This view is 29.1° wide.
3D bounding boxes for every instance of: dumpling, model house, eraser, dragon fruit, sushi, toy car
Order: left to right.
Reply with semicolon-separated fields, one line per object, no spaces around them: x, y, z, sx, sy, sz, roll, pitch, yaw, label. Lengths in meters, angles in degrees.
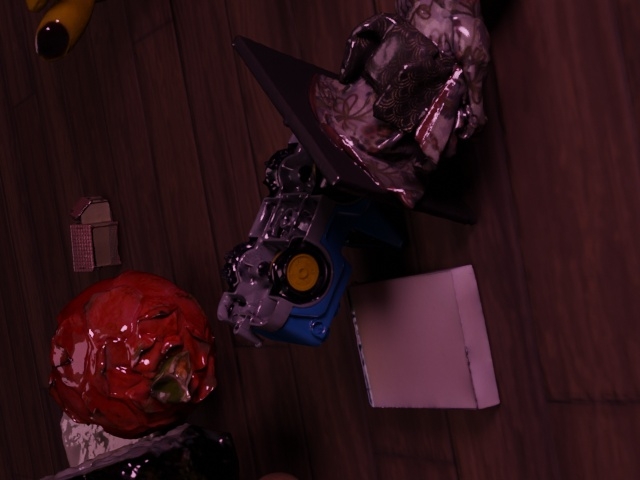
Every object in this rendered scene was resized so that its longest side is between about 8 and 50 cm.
-0.277;-0.008;1.484;0.057;0.058;0.083;18;115;58;model house
-0.195;0.118;1.272;0.209;0.172;0.172;-20;82;46;dragon fruit
-0.213;0.254;1.420;0.150;0.092;0.176;-38;70;33;dumpling
-0.174;0.283;1.197;0.350;0.211;0.171;134;117;-73;sushi
0.000;0.000;0.952;0.097;0.100;0.191;1;67;60;toy car
0.074;0.075;0.934;0.150;0.023;0.104;-13;88;60;eraser

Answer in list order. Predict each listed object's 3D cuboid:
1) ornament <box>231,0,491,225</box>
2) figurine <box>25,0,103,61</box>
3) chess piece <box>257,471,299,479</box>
0.080;-0.133;0.813;0.196;0.153;0.166;-51;53;24;ornament
-0.227;-0.338;1.180;0.218;0.169;0.327;60;144;39;figurine
-0.037;0.263;1.174;0.083;0.038;0.084;30;126;52;chess piece
